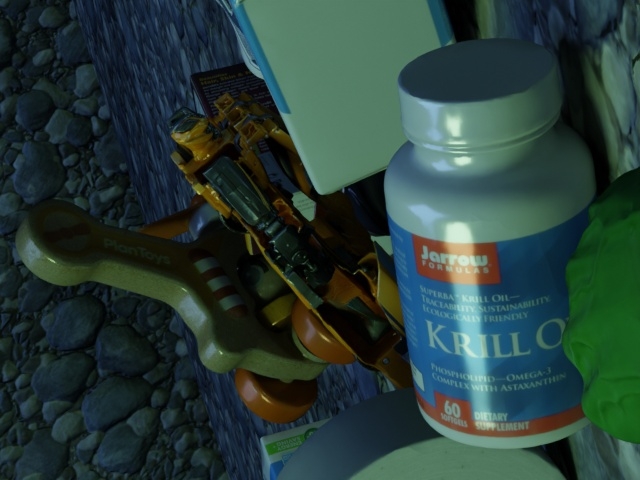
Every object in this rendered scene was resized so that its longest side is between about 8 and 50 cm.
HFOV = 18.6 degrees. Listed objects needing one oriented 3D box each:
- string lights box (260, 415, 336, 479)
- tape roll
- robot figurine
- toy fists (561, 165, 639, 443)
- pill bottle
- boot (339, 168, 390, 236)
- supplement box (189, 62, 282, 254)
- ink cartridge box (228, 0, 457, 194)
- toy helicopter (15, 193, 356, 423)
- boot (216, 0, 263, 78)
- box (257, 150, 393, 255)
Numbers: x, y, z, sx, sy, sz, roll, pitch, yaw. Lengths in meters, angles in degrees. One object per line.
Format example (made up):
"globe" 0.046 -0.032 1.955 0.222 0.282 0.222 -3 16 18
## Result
"string lights box" 0.045 0.289 1.849 0.077 0.133 0.260 88 163 -48
"tape roll" 0.070 0.214 1.367 0.072 0.219 0.219 -123 21 -60
"robot figurine" 0.000 0.000 1.463 0.291 0.085 0.211 47 -179 -25
"toy fists" 0.189 0.099 0.935 0.142 0.096 0.279 147 109 -69
"pill bottle" 0.103 0.000 1.148 0.124 0.124 0.221 -125 21 -61
"boot" 0.038 -0.094 1.535 0.198 0.077 0.137 63 167 -12
"supplement box" -0.049 -0.087 1.878 0.081 0.104 0.188 85 166 -45
"ink cartridge box" -0.019 -0.224 1.341 0.223 0.129 0.307 64 -177 -55
"toy helicopter" -0.124 0.020 1.875 0.140 0.355 0.235 -48 37 39
"boot" -0.067 -0.251 1.876 0.190 0.069 0.086 61 158 23
"box" -0.001 -0.030 1.718 0.101 0.102 0.087 -127 22 -60
